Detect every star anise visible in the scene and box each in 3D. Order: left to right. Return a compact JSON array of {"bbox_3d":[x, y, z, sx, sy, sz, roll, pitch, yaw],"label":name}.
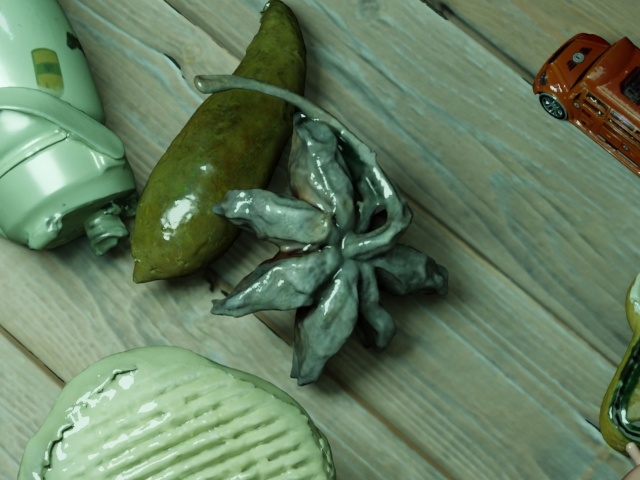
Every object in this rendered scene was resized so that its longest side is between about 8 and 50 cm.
[{"bbox_3d":[0.000,0.000,1.798,0.359,0.139,0.316,15,77,-24],"label":"star anise"}]

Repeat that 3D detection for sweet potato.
[{"bbox_3d":[-0.102,-0.122,1.902,0.130,0.130,0.423,22,65,6],"label":"sweet potato"}]

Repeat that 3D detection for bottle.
[{"bbox_3d":[-0.347,-0.134,1.847,0.229,0.229,0.352,-26,79,-13],"label":"bottle"}]

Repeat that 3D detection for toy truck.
[{"bbox_3d":[0.380,-0.156,1.944,0.252,0.114,0.107,41,72,12],"label":"toy truck"}]

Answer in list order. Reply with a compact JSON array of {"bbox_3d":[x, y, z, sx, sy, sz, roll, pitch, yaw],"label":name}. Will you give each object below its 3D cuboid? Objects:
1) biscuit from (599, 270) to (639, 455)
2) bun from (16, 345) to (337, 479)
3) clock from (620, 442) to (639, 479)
[{"bbox_3d":[0.453,0.164,1.848,0.287,0.057,0.344,-12,68,-8],"label":"biscuit"},{"bbox_3d":[-0.150,0.286,1.685,0.359,0.211,0.360,3,75,-11],"label":"bun"},{"bbox_3d":[0.401,0.326,1.712,0.241,0.142,0.227,10,83,10],"label":"clock"}]
